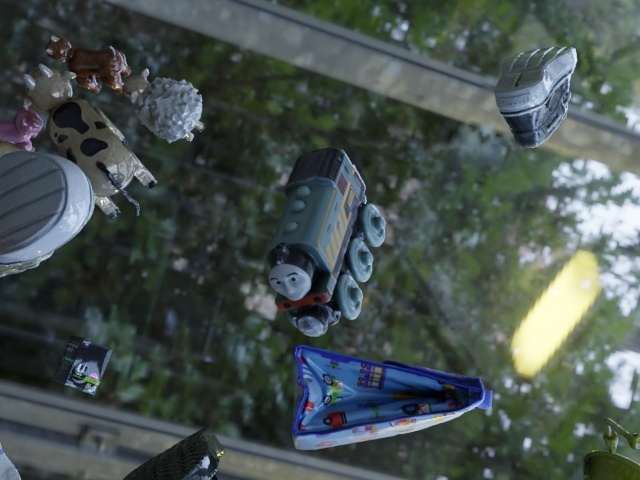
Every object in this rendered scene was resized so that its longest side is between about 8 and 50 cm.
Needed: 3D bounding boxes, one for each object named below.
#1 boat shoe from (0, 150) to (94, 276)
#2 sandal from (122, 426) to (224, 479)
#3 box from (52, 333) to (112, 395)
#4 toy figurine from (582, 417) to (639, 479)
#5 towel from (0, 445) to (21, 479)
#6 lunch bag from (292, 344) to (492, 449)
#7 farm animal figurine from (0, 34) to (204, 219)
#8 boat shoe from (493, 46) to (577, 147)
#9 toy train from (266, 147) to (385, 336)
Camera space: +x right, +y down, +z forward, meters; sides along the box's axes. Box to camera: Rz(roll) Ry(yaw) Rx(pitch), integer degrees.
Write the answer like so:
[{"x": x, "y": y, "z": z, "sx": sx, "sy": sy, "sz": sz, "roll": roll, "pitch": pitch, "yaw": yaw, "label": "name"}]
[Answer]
[{"x": -0.311, "y": -0.021, "z": 1.311, "sx": 0.302, "sy": 0.094, "sz": 0.109, "roll": -13, "pitch": -108, "yaw": 46, "label": "boat shoe"}, {"x": -0.167, "y": 0.305, "z": 1.469, "sx": 0.167, "sy": 0.107, "sz": 0.446, "roll": -31, "pitch": 178, "yaw": 4, "label": "sandal"}, {"x": -0.401, "y": 0.209, "z": 2.151, "sx": 0.052, "sy": 0.062, "sz": 0.083, "roll": 8, "pitch": -107, "yaw": 53, "label": "box"}, {"x": 0.462, "y": 0.423, "z": 1.639, "sx": 0.217, "sy": 0.362, "sz": 0.191, "roll": -52, "pitch": 156, "yaw": -26, "label": "toy figurine"}, {"x": -0.516, "y": 0.321, "z": 1.750, "sx": 0.034, "sy": 0.209, "sz": 0.285, "roll": -34, "pitch": -96, "yaw": 42, "label": "towel"}, {"x": 0.106, "y": 0.237, "z": 1.870, "sx": 0.221, "sy": 0.293, "sz": 0.138, "roll": 95, "pitch": -3, "yaw": -77, "label": "lunch bag"}, {"x": -0.374, "y": -0.153, "z": 1.816, "sx": 0.327, "sy": 0.172, "sz": 0.330, "roll": 32, "pitch": -102, "yaw": 30, "label": "farm animal figurine"}, {"x": 0.365, "y": -0.245, "z": 2.175, "sx": 0.335, "sy": 0.121, "sz": 0.119, "roll": -45, "pitch": 126, "yaw": -57, "label": "boat shoe"}, {"x": 0.000, "y": 0.000, "z": 2.124, "sx": 0.142, "sy": 0.190, "sz": 0.334, "roll": -12, "pitch": -143, "yaw": 29, "label": "toy train"}]
